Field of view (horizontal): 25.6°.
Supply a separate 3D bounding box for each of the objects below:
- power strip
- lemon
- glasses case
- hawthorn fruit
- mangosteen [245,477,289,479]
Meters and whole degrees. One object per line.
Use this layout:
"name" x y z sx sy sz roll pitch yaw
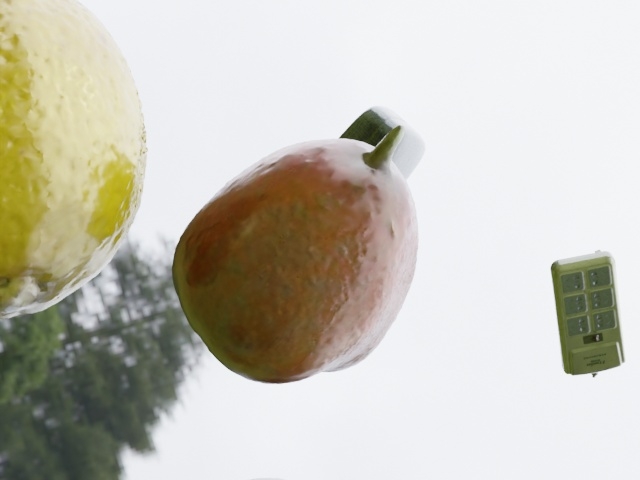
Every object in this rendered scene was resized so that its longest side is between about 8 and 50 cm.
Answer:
"power strip" 0.314 0.093 1.642 0.028 0.076 0.169 -100 177 -62
"lemon" -0.269 -0.076 1.103 0.293 0.293 0.293 28 -55 49
"glasses case" -0.003 -0.017 1.667 0.074 0.131 0.323 42 -80 14
"hawthorn fruit" 0.000 0.000 1.138 0.251 0.199 0.199 -49 -121 30
"mangosteen" -0.038 0.341 1.442 0.216 0.216 0.216 28 -55 49
